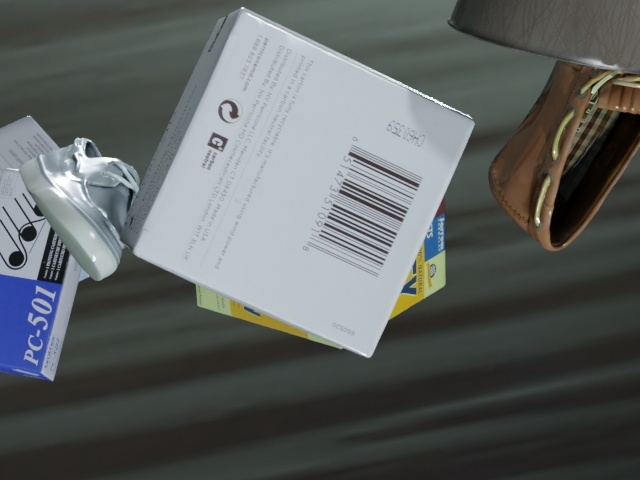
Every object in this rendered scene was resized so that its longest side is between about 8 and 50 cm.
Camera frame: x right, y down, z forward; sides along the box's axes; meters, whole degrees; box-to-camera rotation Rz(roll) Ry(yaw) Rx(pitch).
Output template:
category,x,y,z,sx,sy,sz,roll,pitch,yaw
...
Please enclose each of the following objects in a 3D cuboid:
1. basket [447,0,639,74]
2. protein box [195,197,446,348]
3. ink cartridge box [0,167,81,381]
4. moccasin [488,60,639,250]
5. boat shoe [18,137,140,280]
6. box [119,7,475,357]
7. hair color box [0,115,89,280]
category,x,y,z,sx,sy,sz,roll,pitch,yaw
basket,0.199,-0.232,1.252,0.154,0.204,0.227,-136,-127,-64
protein box,0.000,0.000,2.121,0.201,0.200,0.136,14,-62,36
ink cartridge box,-0.300,0.034,2.014,0.046,0.097,0.207,58,42,-70
moccasin,0.308,-0.158,1.981,0.380,0.139,0.147,-55,-137,20
boat shoe,-0.185,-0.038,1.571,0.079,0.081,0.227,58,-6,-23
box,-0.019,-0.039,1.341,0.181,0.182,0.119,-66,-170,-2
hair color box,-0.434,0.020,2.142,0.185,0.374,0.114,43,-27,46
